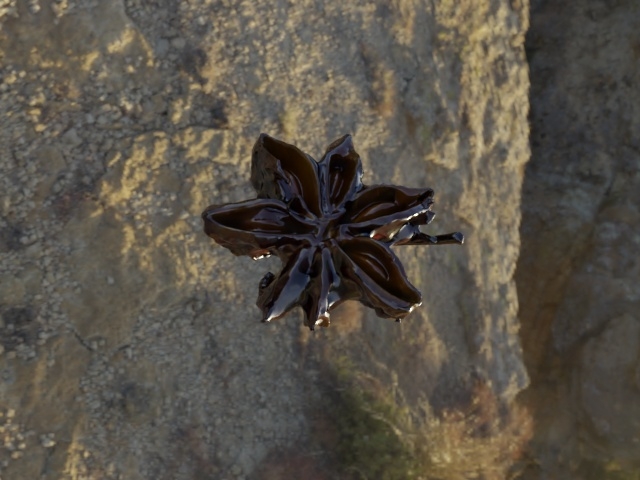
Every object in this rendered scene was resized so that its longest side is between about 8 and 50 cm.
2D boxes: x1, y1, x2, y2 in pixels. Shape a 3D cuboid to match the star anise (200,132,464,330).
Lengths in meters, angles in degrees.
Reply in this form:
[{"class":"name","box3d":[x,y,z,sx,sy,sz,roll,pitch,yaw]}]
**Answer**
[{"class":"star anise","box3d":[0.000,0.000,0.759,0.220,0.126,0.190,40,57,5]}]
